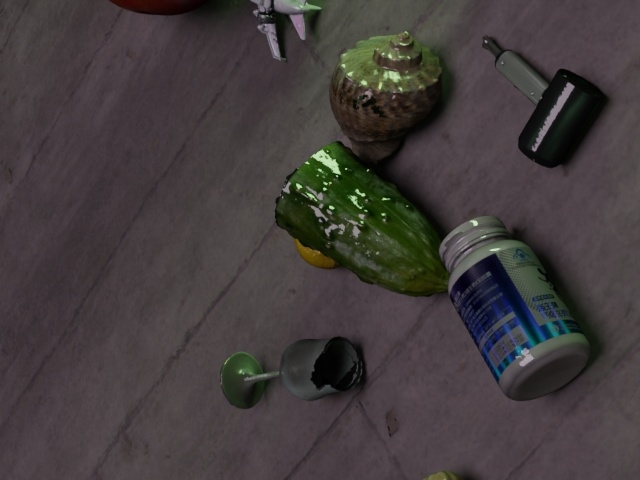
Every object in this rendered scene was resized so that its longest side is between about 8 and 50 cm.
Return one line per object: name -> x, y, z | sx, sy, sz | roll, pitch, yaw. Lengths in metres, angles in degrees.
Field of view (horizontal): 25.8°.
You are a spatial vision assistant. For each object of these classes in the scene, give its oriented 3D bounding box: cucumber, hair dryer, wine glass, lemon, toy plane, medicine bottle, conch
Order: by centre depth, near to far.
medicine bottle -> 0.206, 0.070, 1.520 | 0.107, 0.107, 0.191 | -47, 55, 32
hair dryer -> 0.231, -0.173, 1.569 | 0.100, 0.057, 0.197 | -59, 41, 24
cucumber -> 0.070, -0.006, 1.655 | 0.244, 0.134, 0.134 | 35, 112, 22
conch -> 0.074, -0.176, 1.708 | 0.155, 0.130, 0.207 | -83, 6, -48
lemon -> 0.000, 0.000, 1.768 | 0.092, 0.065, 0.065 | 47, 119, 27
wine glass -> -0.038, 0.169, 1.780 | 0.195, 0.079, 0.079 | -16, 75, 45
toy plane -> -0.067, -0.329, 1.874 | 0.171, 0.065, 0.162 | 27, 116, 39

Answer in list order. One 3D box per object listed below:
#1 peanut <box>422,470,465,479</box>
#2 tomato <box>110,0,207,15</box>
peanut -> 0.122, 0.350, 1.601 | 0.082, 0.082, 0.187 | 20, 102, 45
tomato -> -0.203, -0.443, 1.951 | 0.335, 0.176, 0.289 | 17, 76, 48
